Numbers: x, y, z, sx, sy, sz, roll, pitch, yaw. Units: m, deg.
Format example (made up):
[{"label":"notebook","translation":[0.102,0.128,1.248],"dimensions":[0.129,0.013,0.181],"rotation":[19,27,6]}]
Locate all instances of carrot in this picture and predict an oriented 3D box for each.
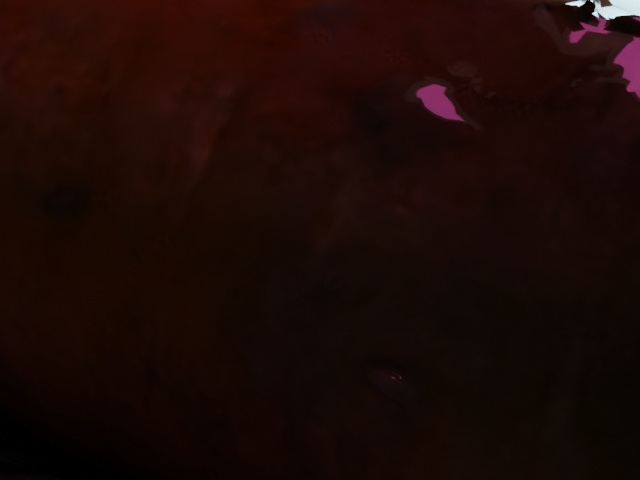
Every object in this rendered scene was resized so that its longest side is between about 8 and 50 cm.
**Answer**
[{"label":"carrot","translation":[0.000,0.000,0.668],"dimensions":[0.341,0.224,0.224],"rotation":[15,-3,31]}]
